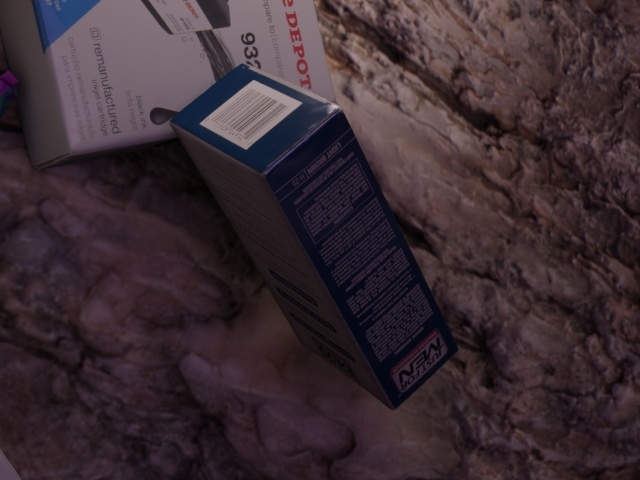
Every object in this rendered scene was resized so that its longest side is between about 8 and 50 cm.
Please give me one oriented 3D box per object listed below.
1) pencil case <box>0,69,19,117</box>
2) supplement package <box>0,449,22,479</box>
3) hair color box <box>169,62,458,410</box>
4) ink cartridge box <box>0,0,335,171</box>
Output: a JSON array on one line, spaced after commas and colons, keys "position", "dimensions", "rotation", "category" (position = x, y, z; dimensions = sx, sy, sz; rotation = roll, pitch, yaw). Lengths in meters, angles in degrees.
[{"position": [-0.354, -0.101, 1.194], "dimensions": [0.064, 0.070, 0.152], "rotation": [42, 65, -35], "category": "pencil case"}, {"position": [-0.363, 0.207, 1.064], "dimensions": [0.134, 0.244, 0.139], "rotation": [-36, 103, -27], "category": "supplement package"}, {"position": [0.000, 0.000, 1.256], "dimensions": [0.105, 0.174, 0.347], "rotation": [-41, 130, -15], "category": "hair color box"}, {"position": [-0.161, -0.214, 1.282], "dimensions": [0.307, 0.129, 0.223], "rotation": [-14, 93, -31], "category": "ink cartridge box"}]
